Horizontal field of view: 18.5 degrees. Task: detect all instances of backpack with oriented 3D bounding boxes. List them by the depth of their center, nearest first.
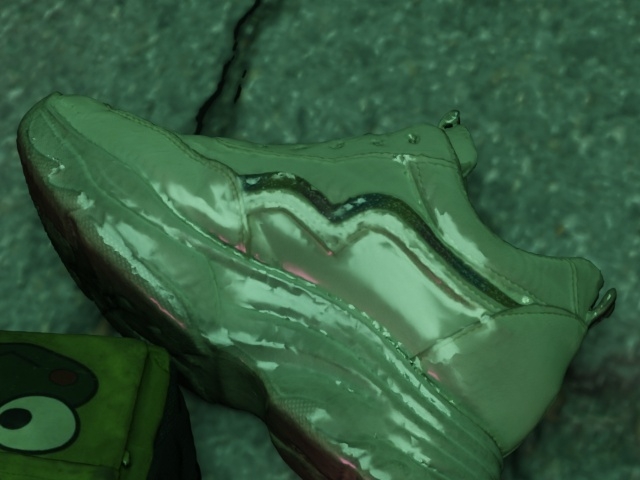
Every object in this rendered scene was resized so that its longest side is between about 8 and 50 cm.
[{"bbox_3d":[-0.169,0.160,1.005,0.207,0.140,0.253,1,42,5],"label":"backpack"}]

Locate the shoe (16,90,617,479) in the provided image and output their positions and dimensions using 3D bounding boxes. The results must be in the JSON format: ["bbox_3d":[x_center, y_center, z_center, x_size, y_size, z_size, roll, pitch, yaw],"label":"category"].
[{"bbox_3d":[0.000,0.000,1.093,0.342,0.132,0.210,38,71,14],"label":"shoe"}]
